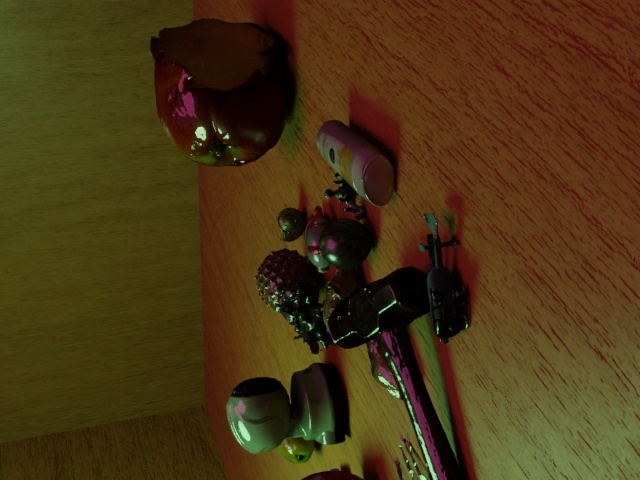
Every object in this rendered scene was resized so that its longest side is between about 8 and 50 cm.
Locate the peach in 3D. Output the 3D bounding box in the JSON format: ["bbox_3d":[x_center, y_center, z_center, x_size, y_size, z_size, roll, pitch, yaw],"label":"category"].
[{"bbox_3d":[-0.262,-0.397,2.365,0.353,0.339,0.417,128,136,-67],"label":"peach"}]

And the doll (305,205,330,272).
[{"bbox_3d":[0.000,0.000,2.091,0.245,0.076,0.142,-119,23,-78],"label":"doll"}]

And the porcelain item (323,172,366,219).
[{"bbox_3d":[0.043,-0.100,1.930,0.021,0.075,0.136,108,149,-58],"label":"porcelain item"}]

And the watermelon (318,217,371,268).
[{"bbox_3d":[0.045,0.009,1.909,0.133,0.105,0.105,-30,68,57],"label":"watermelon"}]

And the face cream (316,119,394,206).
[{"bbox_3d":[0.068,-0.161,1.826,0.269,0.073,0.107,-130,28,-59],"label":"face cream"}]

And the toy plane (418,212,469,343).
[{"bbox_3d":[0.200,0.070,1.525,0.096,0.060,0.235,-108,10,-75],"label":"toy plane"}]

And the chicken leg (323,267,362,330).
[{"bbox_3d":[0.048,0.092,1.996,0.103,0.088,0.228,34,-123,-79],"label":"chicken leg"}]

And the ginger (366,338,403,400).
[{"bbox_3d":[0.130,0.221,1.798,0.095,0.068,0.190,112,146,-66],"label":"ginger"}]

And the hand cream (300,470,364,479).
[{"bbox_3d":[0.023,0.630,2.082,0.149,0.230,0.230,127,133,-68],"label":"hand cream"}]

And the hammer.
[{"bbox_3d":[0.164,0.261,1.653,0.242,0.095,0.409,-39,70,53],"label":"hammer"}]

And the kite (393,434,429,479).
[{"bbox_3d":[0.189,0.488,1.783,0.245,0.015,0.141,-114,33,-51],"label":"kite"}]

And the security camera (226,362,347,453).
[{"bbox_3d":[-0.091,0.413,2.269,0.197,0.277,0.191,-175,76,-74],"label":"security camera"}]

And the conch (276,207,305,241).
[{"bbox_3d":[-0.077,-0.038,2.365,0.089,0.074,0.121,-64,-6,-2],"label":"conch"}]

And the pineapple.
[{"bbox_3d":[-0.046,0.159,2.229,0.364,0.165,0.166,-126,32,-54],"label":"pineapple"}]

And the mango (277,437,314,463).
[{"bbox_3d":[-0.075,0.540,2.583,0.233,0.111,0.125,-114,31,-76],"label":"mango"}]

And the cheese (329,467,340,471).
[{"bbox_3d":[0.053,0.708,2.283,0.189,0.074,0.286,133,131,-69],"label":"cheese"}]
